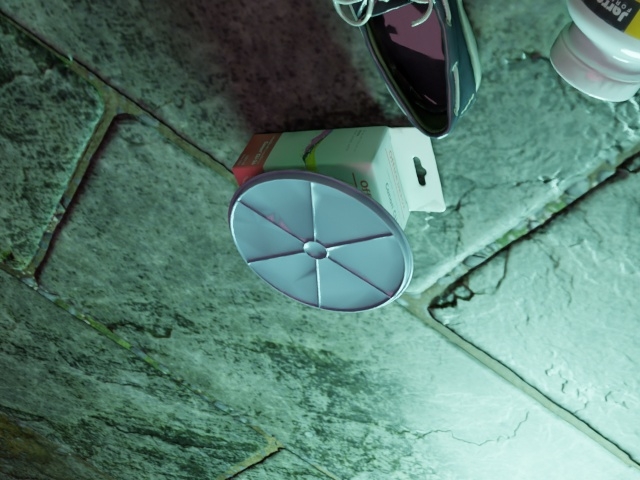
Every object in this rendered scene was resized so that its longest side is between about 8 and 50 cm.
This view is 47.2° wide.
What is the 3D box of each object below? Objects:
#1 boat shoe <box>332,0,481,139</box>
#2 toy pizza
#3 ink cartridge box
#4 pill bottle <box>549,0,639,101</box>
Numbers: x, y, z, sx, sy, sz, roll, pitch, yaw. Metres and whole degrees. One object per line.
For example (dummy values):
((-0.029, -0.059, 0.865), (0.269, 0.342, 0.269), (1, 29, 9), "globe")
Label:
((0.061, -0.199, 0.600), (0.095, 0.079, 0.254), (-4, 130, 28), "boat shoe")
((0.000, 0.000, 0.760), (0.201, 0.032, 0.201), (15, 139, 13), "toy pizza")
((0.021, -0.053, 0.770), (0.198, 0.067, 0.115), (0, 132, 25), "ink cartridge box")
((0.237, -0.190, 0.508), (0.103, 0.103, 0.184), (24, 137, 2), "pill bottle")
